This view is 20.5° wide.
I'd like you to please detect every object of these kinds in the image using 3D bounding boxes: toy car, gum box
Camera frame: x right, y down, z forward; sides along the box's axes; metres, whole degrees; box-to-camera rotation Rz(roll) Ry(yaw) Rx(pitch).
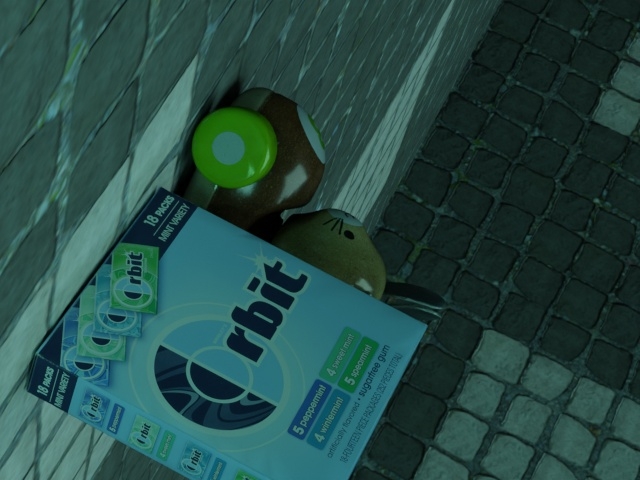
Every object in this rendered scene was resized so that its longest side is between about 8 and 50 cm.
[{"bbox_3d":[0.000,0.000,1.163,0.149,0.188,0.155,-64,175,9],"label":"toy car"},{"bbox_3d":[-0.050,0.068,1.023,0.157,0.184,0.041,-58,173,-43],"label":"gum box"}]
